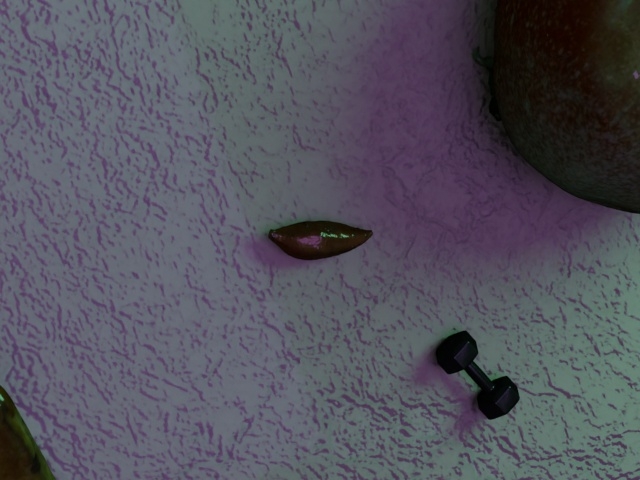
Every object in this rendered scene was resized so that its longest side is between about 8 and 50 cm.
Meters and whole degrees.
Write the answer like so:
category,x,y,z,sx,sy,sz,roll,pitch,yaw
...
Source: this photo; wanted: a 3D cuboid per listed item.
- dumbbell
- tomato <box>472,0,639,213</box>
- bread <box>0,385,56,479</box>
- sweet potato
category,x,y,z,sx,sy,sz,roll,pitch,yaw
dumbbell,0.137,0.117,1.485,0.083,0.040,0.036,47,45,-18
tomato,0.292,-0.171,1.411,0.303,0.239,0.304,-1,93,-17
bread,-0.309,0.221,1.266,0.235,0.099,0.210,-35,131,-20
sweet potato,0.000,0.000,1.424,0.095,0.034,0.034,0,95,-20
